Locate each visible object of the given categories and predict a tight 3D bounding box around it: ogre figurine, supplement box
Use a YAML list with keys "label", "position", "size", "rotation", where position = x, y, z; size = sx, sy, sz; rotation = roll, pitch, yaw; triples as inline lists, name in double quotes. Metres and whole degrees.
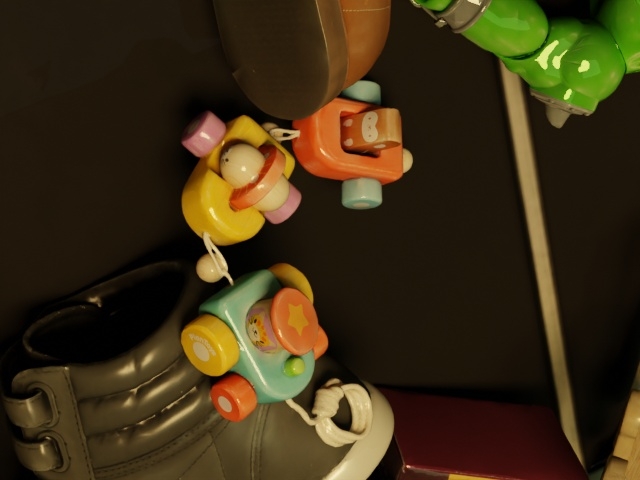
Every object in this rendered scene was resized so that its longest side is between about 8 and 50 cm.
- label: "ogre figurine"
  position: [0.137, -0.130, 0.669]
  size: [0.197, 0.097, 0.118]
  rotation: [-39, 117, -19]
- label: "supplement box"
  position: [0.060, 0.180, 0.796]
  size: [0.104, 0.081, 0.188]
  rotation: [9, 113, -13]

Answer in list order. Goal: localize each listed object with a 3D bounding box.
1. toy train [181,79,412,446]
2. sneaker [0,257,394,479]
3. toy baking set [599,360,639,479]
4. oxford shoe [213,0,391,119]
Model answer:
- label: "toy train"
  position: [0.000, 0.000, 0.644]
  size: [0.125, 0.046, 0.166]
  rotation: [14, 70, -35]
- label: "sneaker"
  position: [-0.123, 0.120, 0.686]
  size: [0.295, 0.104, 0.147]
  rotation: [-39, 114, 4]
- label: "toy baking set"
  position: [0.164, 0.111, 0.773]
  size: [0.197, 0.030, 0.256]
  rotation: [87, 25, -59]
- label: "oxford shoe"
  position: [-0.009, -0.161, 0.610]
  size: [0.076, 0.076, 0.212]
  rotation: [-34, 129, -44]
